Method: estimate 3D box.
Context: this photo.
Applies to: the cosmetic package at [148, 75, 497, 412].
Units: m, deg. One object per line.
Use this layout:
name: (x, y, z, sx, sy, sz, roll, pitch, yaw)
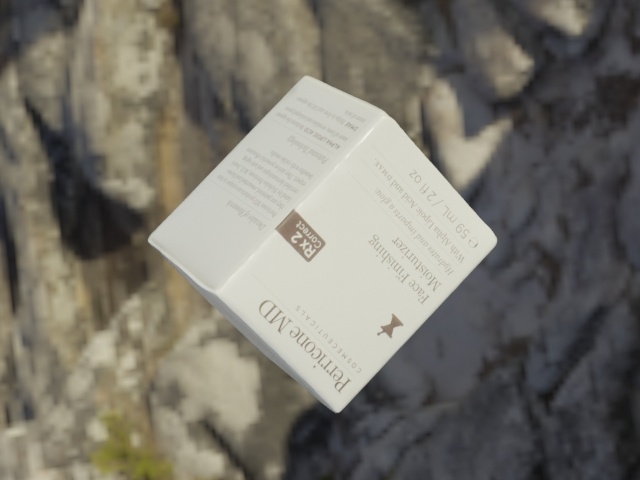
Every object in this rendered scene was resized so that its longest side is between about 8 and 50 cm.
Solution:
cosmetic package: (0.000, 0.000, 1.492, 0.184, 0.151, 0.151, -48, 28, -6)
